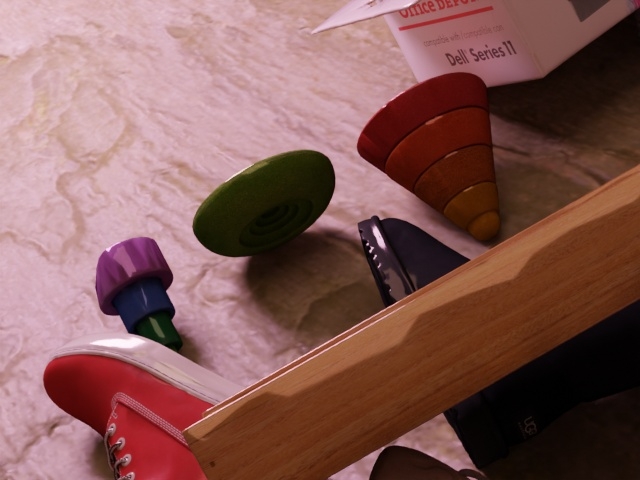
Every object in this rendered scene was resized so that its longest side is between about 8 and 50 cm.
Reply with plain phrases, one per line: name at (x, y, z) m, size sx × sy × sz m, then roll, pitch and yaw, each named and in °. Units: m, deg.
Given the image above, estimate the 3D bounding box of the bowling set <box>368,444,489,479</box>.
bowling set at (0.058, 0.280, 1.103) m, size 0.154 × 0.200 × 0.287 m, roll 25°, pitch 37°, yaw -7°

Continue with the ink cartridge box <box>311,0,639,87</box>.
ink cartridge box at (0.188, -0.232, 1.635) m, size 0.353 × 0.119 × 0.207 m, roll -35°, pitch 14°, yaw -21°

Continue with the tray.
tray at (0.110, 0.048, 1.191) m, size 0.411 × 0.076 × 0.203 m, roll -29°, pitch -5°, yaw -4°

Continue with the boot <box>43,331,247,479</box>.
boot at (-0.141, 0.166, 1.347) m, size 0.244 × 0.088 × 0.176 m, roll 18°, pitch 51°, yaw 33°

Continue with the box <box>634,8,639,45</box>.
box at (0.418, -0.226, 1.647) m, size 0.231 × 0.056 × 0.183 m, roll -38°, pitch 40°, yaw -26°

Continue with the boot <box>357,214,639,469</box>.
boot at (0.159, 0.038, 1.379) m, size 0.207 × 0.094 × 0.246 m, roll -25°, pitch 44°, yaw -5°

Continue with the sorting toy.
sorting toy at (0.000, 0.000, 1.514) m, size 0.365 × 0.127 × 0.126 m, roll -26°, pitch 68°, yaw -8°
